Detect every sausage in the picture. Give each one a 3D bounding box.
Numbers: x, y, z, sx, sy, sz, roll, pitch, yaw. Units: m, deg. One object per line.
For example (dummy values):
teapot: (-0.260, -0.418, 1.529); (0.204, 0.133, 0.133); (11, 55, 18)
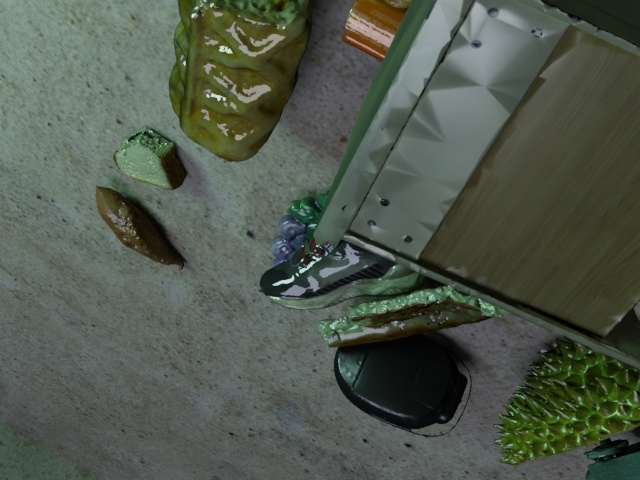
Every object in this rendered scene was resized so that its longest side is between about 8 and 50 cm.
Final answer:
sausage: (0.137, -0.174, 0.941); (0.234, 0.071, 0.071); (28, 147, 2)

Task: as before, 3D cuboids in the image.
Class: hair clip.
hair clip: (0.000, -0.002, 1.311); (0.124, 0.052, 0.195); (16, 140, -8)

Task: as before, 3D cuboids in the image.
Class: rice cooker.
rice cooker: (0.116, 0.201, 1.400); (0.203, 0.142, 0.118); (28, 159, 4)

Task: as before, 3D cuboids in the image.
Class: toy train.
toy train: (0.466, 0.282, 1.253); (0.253, 0.157, 0.105); (-45, 61, 55)

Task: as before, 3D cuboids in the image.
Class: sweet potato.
sweet potato: (-0.283, -0.012, 1.496); (0.206, 0.060, 0.068); (46, 179, -40)

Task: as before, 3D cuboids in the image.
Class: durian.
durian: (0.352, 0.223, 1.243); (0.169, 0.158, 0.352); (28, 145, -20)

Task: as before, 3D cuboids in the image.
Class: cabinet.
cabinet: (0.209, -0.100, 0.774); (0.318, 0.227, 0.290); (24, 132, -4)

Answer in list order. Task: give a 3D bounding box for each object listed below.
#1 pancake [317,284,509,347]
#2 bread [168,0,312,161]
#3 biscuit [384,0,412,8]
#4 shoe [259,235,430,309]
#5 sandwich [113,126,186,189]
pancake: (0.119, 0.097, 1.227); (0.197, 0.054, 0.376); (0, 167, -29)
bread: (-0.091, -0.195, 1.035); (0.152, 0.130, 0.267); (63, 156, 23)
biscuit: (0.069, -0.312, 0.818); (0.184, 0.035, 0.249); (1, 134, 20)
shoe: (0.029, 0.016, 1.227); (0.228, 0.099, 0.112); (-8, 120, 6)
sandwich: (-0.246, -0.118, 1.342); (0.105, 0.035, 0.093); (14, 145, 25)
